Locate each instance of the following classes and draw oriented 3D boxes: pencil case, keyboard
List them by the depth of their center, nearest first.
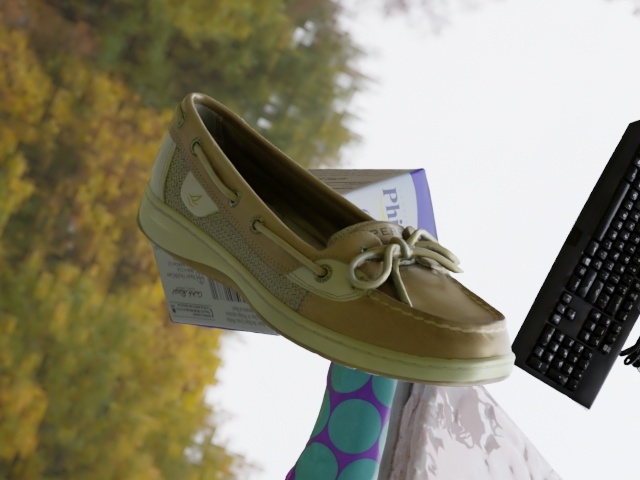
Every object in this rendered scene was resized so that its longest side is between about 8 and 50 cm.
[{"bbox_3d":[0.210,0.020,1.160,0.192,0.100,0.038,-61,-164,-9],"label":"keyboard"},{"bbox_3d":[0.023,0.121,1.238,0.064,0.070,0.152,58,48,-85],"label":"pencil case"}]

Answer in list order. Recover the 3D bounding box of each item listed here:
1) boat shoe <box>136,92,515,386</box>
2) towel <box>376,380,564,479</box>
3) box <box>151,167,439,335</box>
[{"bbox_3d":[0.001,0.000,0.554,0.153,0.056,0.048,31,-67,40],"label":"boat shoe"},{"bbox_3d":[0.122,0.278,1.075,0.053,0.317,0.332,-24,-150,31],"label":"towel"},{"bbox_3d":[-0.016,0.004,1.099,0.126,0.137,0.072,3,-71,54],"label":"box"}]
